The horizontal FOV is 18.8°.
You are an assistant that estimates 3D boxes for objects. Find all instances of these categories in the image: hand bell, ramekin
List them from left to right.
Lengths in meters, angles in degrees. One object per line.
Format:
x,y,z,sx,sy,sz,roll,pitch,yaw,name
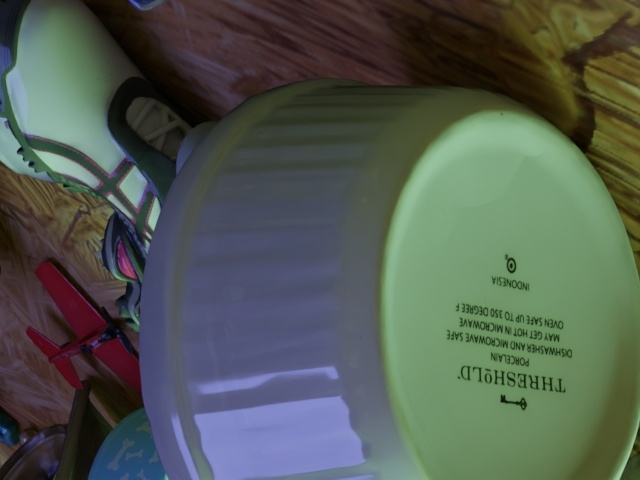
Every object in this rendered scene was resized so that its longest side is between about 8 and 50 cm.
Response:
-0.190,0.293,1.791,0.242,0.126,0.126,43,155,-22,hand bell
0.050,0.046,0.953,0.127,0.273,0.273,-9,122,42,ramekin

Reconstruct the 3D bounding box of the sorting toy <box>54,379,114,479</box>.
-0.153,0.266,1.546,0.229,0.041,0.307,57,-170,-18,sorting toy

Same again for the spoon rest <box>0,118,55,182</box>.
-0.242,-0.142,1.278,0.276,0.084,0.137,44,180,-12,spoon rest

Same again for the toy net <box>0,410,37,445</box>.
-0.308,0.199,1.859,0.232,0.045,0.122,55,151,-17,toy net

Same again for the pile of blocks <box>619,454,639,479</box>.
0.142,0.190,1.103,0.362,0.113,0.149,19,142,25,pile of blocks

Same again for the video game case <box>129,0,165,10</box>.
-0.153,-0.240,0.935,0.269,0.061,0.244,53,-179,-14,video game case

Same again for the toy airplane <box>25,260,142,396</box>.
-0.193,0.082,1.565,0.151,0.028,0.151,32,150,21,toy airplane

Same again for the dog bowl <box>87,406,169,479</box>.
-0.056,0.253,1.475,0.074,0.166,0.297,-13,118,46,dog bowl

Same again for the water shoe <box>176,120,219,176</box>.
0.000,0.000,1.164,0.080,0.073,0.203,-15,124,47,water shoe

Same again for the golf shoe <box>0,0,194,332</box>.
-0.107,-0.057,1.216,0.120,0.105,0.273,-4,132,33,golf shoe
